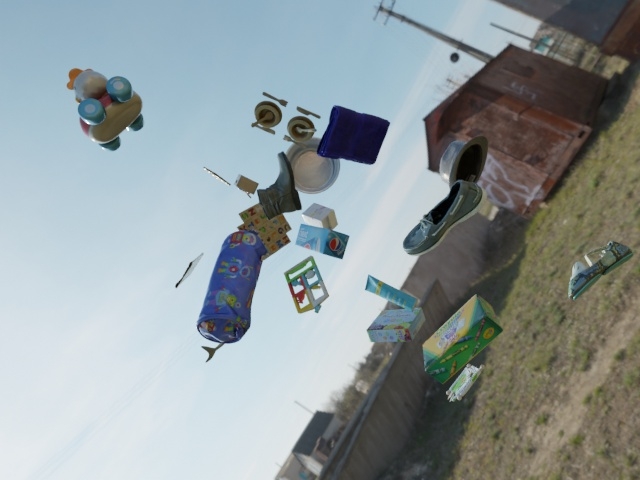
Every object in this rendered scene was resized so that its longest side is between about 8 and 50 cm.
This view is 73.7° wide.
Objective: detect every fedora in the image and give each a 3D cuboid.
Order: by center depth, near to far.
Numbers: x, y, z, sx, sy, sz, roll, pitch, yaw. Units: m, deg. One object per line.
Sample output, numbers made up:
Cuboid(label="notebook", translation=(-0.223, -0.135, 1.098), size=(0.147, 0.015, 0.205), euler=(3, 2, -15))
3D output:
Cuboid(label="fedora", translation=(0.619, -0.343, 1.895), size=(0.243, 0.124, 0.276), euler=(-24, -51, -29))

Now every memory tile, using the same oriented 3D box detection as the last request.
Cuboid(label="memory tile", translation=(-0.533, -0.329, 2.205), size=(0.012, 0.113, 0.148), euler=(-58, -28, -4))

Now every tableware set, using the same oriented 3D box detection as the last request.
Cuboid(label="tableware set", translation=(-0.110, -0.352, 1.293), size=(0.039, 0.194, 0.128), euler=(-82, 17, -44))

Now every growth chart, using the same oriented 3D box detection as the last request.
Cuboid(label="growth chart", translation=(0.528, 0.525, 1.576), size=(0.172, 0.021, 0.237), euler=(-51, -14, -6))

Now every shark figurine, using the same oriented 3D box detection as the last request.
Cuboid(label="shark figurine", translation=(-0.471, 0.452, 2.072), size=(0.116, 0.166, 0.279), euler=(97, 174, -50))

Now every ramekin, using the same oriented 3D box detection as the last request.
Cuboid(label="ramekin", translation=(-0.042, -0.362, 2.118), size=(0.277, 0.277, 0.135), euler=(-59, 0, 1))

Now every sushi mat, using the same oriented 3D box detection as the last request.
Cuboid(label="sushi mat", translation=(-0.661, 0.145, 2.169), size=(0.152, 0.019, 0.316), euler=(-55, 8, 3))

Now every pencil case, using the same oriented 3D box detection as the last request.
Cuboid(label="pencil case", translation=(-0.220, 0.113, 1.112), size=(0.120, 0.133, 0.306), euler=(94, -177, -49))

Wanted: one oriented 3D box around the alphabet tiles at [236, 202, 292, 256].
Cuboid(label="alphabet tiles", translation=(-0.302, -0.068, 2.361), size=(0.011, 0.285, 0.342), euler=(-25, 8, 42))

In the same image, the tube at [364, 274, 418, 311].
Cuboid(label="tube", translation=(0.266, 0.201, 1.624), size=(0.052, 0.207, 0.080), euler=(-33, -39, -52))

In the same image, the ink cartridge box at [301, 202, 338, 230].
Cuboid(label="ink cartridge box", translation=(0.005, -0.093, 1.914), size=(0.090, 0.143, 0.092), euler=(-44, -43, -26))

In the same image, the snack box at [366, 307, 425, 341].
Cuboid(label="snack box", translation=(0.332, 0.371, 1.877), size=(0.174, 0.206, 0.070), euler=(-35, -70, -50))

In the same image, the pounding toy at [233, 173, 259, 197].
Cuboid(label="pounding toy", translation=(-0.420, -0.302, 2.417), size=(0.100, 0.130, 0.141), euler=(-64, 22, 2))

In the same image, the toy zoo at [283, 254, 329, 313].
Cuboid(label="toy zoo", translation=(-0.070, 0.248, 2.228), size=(0.192, 0.294, 0.030), euler=(-33, -30, 18))

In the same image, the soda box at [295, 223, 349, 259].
Cuboid(label="soda box", translation=(0.000, 0.000, 1.242), size=(0.210, 0.067, 0.071), euler=(15, 88, 65))

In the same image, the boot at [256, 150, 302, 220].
Cuboid(label="boot", translation=(-0.174, -0.209, 1.649), size=(0.083, 0.161, 0.247), euler=(-107, 3, -81))

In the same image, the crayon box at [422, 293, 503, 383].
Cuboid(label="crayon box", translation=(0.470, 0.330, 1.442), size=(0.278, 0.081, 0.165), euler=(-51, 3, 20))

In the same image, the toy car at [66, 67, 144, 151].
Cuboid(label="toy car", translation=(-0.723, -0.450, 1.367), size=(0.210, 0.238, 0.219), euler=(-50, -2, -18))

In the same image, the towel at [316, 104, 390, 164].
Cuboid(label="towel", translation=(0.152, -0.448, 1.875), size=(0.308, 0.076, 0.228), euler=(3, -57, -34))

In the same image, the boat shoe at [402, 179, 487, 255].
Cuboid(label="boat shoe", translation=(0.349, -0.068, 1.300), size=(0.319, 0.099, 0.116), euler=(-44, 36, 38))

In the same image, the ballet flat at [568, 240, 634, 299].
Cuboid(label="ballet flat", translation=(0.618, 0.064, 0.974), size=(0.188, 0.070, 0.070), euler=(-31, -21, -11))
